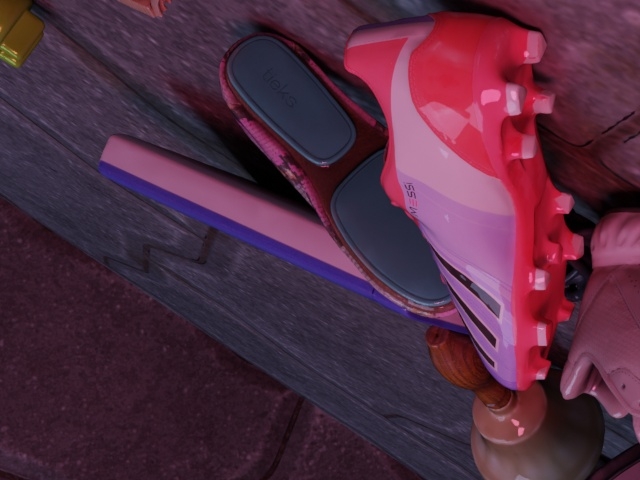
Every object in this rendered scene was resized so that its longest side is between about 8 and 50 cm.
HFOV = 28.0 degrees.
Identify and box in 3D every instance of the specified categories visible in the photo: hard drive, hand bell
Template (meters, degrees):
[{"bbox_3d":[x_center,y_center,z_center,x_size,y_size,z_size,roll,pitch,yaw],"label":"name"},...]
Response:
[{"bbox_3d":[0.000,0.000,1.034,0.318,0.040,0.210,24,-177,35],"label":"hard drive"},{"bbox_3d":[0.143,0.123,1.066,0.126,0.126,0.242,24,167,36],"label":"hand bell"}]

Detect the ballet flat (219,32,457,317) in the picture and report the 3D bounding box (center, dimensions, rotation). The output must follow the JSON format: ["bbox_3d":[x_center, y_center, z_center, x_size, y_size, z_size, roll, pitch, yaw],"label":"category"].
[{"bbox_3d":[0.019,-0.038,0.796,0.221,0.077,0.079,47,172,17],"label":"ballet flat"}]

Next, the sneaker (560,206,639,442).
[{"bbox_3d":[0.206,0.053,0.618,0.099,0.121,0.262,24,172,-15],"label":"sneaker"}]

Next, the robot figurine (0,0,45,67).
[{"bbox_3d":[-0.283,-0.192,1.052,0.115,0.067,0.101,34,167,-8],"label":"robot figurine"}]

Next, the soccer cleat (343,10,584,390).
[{"bbox_3d":[0.079,-0.016,0.677,0.095,0.083,0.248,10,141,25],"label":"soccer cleat"}]

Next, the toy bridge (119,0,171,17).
[{"bbox_3d":[-0.112,-0.181,0.751,0.063,0.026,0.188,27,167,14],"label":"toy bridge"}]

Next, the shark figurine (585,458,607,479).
[{"bbox_3d":[0.345,0.308,1.366,0.166,0.116,0.278,36,170,-24],"label":"shark figurine"}]

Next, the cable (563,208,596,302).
[{"bbox_3d":[0.117,-0.013,0.820,0.150,0.047,0.184,43,164,-16],"label":"cable"}]

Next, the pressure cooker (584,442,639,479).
[{"bbox_3d":[0.316,0.309,0.808,0.420,0.370,0.375,37,164,-37],"label":"pressure cooker"}]
